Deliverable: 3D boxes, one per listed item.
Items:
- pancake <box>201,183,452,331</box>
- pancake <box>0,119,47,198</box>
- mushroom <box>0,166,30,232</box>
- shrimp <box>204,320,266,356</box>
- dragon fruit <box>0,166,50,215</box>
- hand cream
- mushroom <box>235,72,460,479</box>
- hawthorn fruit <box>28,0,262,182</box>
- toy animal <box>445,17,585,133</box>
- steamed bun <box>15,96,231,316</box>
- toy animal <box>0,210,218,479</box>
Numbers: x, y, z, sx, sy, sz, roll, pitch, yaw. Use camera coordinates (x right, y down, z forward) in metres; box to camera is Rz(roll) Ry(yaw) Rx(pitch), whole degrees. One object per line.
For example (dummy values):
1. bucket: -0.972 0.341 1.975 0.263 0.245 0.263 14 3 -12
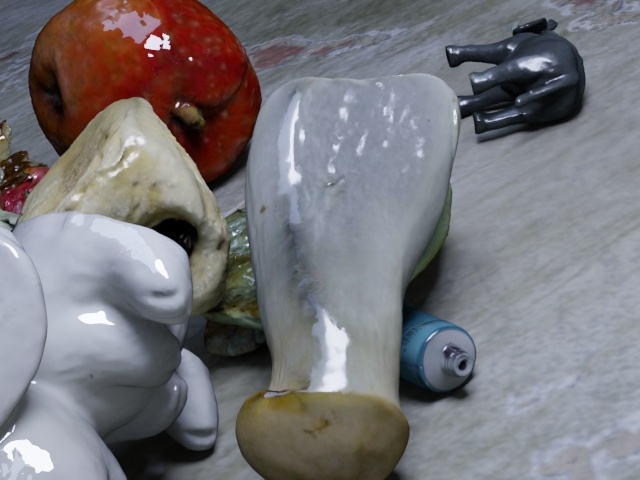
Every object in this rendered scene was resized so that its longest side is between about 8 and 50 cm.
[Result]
1. pancake: 0.000 0.000 1.015 0.254 0.037 0.253 -17 29 10
2. pancake: -0.467 -0.072 1.565 0.212 0.056 0.257 -27 25 -14
3. mushroom: -0.335 0.032 1.109 0.344 0.130 0.247 -4 54 39
4. shrimp: -0.052 0.049 1.040 0.091 0.034 0.161 -16 28 11
5. dragon fruit: -0.242 -0.011 1.204 0.166 0.136 0.133 5 60 -5
6. hand cream: 0.045 0.072 0.924 0.083 0.048 0.224 -29 20 -20
7. mushroom: 0.018 0.016 0.841 0.159 0.122 0.328 -17 47 24
8. hawthorn fruit: -0.194 -0.167 1.354 0.262 0.258 0.258 22 41 19
9. toy animal: 0.204 -0.183 1.277 0.137 0.082 0.269 -13 22 8
10. steamed bun: -0.135 -0.012 0.936 0.141 0.155 0.172 -44 21 8
11. toy animal: -0.196 0.137 0.782 0.206 0.271 0.265 17 60 11
